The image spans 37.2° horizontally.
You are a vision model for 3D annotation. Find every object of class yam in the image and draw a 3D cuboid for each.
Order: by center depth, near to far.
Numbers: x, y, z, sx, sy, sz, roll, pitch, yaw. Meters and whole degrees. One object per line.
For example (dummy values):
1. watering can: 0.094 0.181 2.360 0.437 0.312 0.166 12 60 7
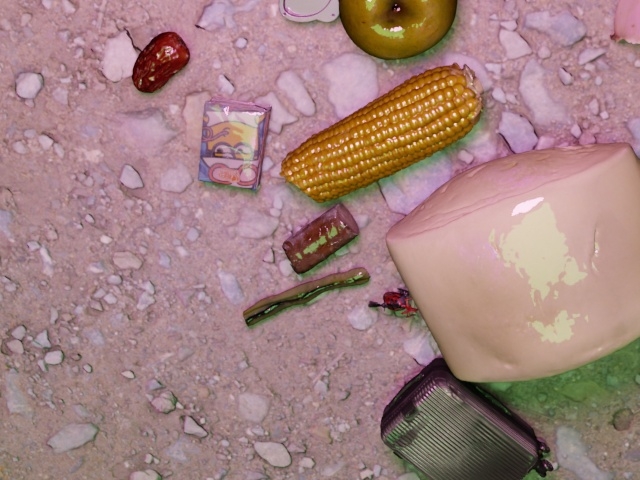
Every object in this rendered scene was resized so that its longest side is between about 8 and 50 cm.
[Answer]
1. yam: -0.001 -0.002 1.785 0.141 0.079 0.079 -34 102 16

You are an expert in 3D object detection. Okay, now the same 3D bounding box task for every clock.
1. clock: -0.009 -0.452 1.637 0.110 0.050 0.152 13 111 3

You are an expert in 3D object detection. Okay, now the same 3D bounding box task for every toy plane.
1. toy plane: 0.145 0.120 1.793 0.060 0.145 0.037 -11 101 -21

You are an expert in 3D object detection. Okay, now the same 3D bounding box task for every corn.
1. corn: 0.112 -0.180 1.676 0.387 0.144 0.144 -30 103 19

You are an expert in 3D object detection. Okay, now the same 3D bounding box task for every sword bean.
1. sword bean: -0.030 0.106 1.849 0.269 0.038 0.043 -20 100 13

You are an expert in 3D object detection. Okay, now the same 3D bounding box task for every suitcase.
1. suitcase: 0.281 0.388 1.861 0.312 0.128 0.202 40 110 -7

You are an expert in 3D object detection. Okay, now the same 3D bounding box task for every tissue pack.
1. tissue pack: -0.158 -0.178 1.748 0.116 0.065 0.155 10 110 5

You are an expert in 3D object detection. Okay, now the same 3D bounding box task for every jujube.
1. jujube: -0.291 -0.319 1.714 0.077 0.077 0.129 44 120 -9

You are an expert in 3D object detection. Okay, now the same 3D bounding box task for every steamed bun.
1. steamed bun: 0.365 0.041 1.630 0.456 0.290 0.371 -23 105 21

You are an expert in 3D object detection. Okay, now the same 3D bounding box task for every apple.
1. apple: 0.128 -0.397 1.582 0.197 0.157 0.196 3 111 7

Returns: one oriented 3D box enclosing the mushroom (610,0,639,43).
1. mushroom: 0.612 -0.384 1.521 0.236 0.162 0.173 7 112 3
